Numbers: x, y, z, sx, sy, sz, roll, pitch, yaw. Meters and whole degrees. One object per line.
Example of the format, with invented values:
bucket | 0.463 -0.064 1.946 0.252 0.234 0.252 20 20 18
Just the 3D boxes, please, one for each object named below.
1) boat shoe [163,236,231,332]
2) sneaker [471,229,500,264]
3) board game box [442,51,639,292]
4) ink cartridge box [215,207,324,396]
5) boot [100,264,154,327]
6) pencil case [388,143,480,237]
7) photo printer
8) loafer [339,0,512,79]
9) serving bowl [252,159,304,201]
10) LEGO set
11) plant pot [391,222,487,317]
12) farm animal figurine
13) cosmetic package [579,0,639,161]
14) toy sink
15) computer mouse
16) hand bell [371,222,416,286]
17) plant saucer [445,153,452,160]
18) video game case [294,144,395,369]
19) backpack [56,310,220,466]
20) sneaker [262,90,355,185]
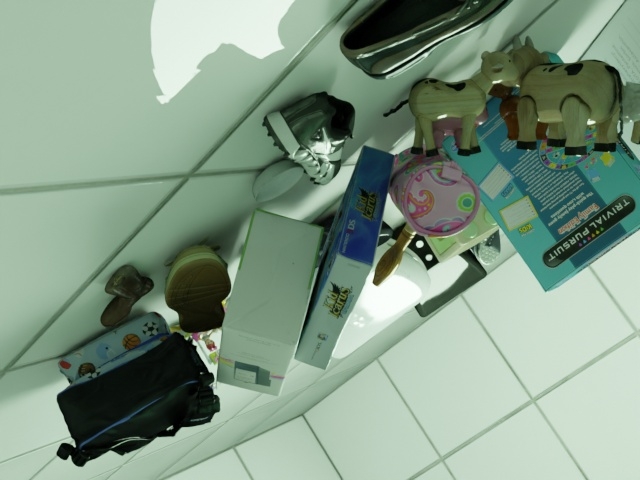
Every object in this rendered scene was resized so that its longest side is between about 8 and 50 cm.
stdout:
boat shoe | -0.200 0.066 1.510 0.104 0.089 0.285 -7 157 -11
sneaker | 0.370 -0.076 2.262 0.086 0.163 0.226 -6 116 -16
board game box | 0.408 -0.119 1.670 0.253 0.336 0.079 -41 164 30
ink cartridge box | -0.090 0.124 1.559 0.119 0.207 0.353 14 155 -2
boot | -0.302 0.083 1.406 0.106 0.037 0.114 -46 170 -3
pencil case | 0.171 -0.085 1.495 0.124 0.124 0.284 -35 -170 7
photo printer | 0.069 0.112 2.019 0.307 0.107 0.256 -39 139 21
loafer | 0.136 -0.277 1.063 0.267 0.096 0.084 -37 160 24
serving bowl | -0.065 -0.091 1.364 0.083 0.027 0.083 -31 166 -8
LEGO set | -0.251 0.218 1.823 0.287 0.107 0.132 -29 165 -16
plant pot | 0.246 0.034 2.183 0.187 0.188 0.167 -34 152 4
farm animal figurine | 0.314 -0.223 1.436 0.326 0.172 0.330 9 -164 38
cosmetic package | 0.704 -0.285 1.784 0.329 0.327 0.394 -27 164 -23
toy sink | 0.280 -0.069 1.885 0.131 0.153 0.234 -28 173 -17
computer mouse | 0.000 0.000 1.746 0.272 0.072 0.188 -17 164 -13
hand bell | 0.162 -0.009 1.804 0.126 0.126 0.242 -11 138 -56
plant saucer | 0.269 -0.172 1.846 0.083 0.015 0.083 -30 166 -9
video game case | 0.038 0.025 1.492 0.270 0.061 0.244 -74 -177 -48
backpack | -0.311 0.257 1.626 0.276 0.213 0.263 -23 159 -4
sneaker | 0.008 -0.138 1.264 0.106 0.078 0.234 -33 164 8
